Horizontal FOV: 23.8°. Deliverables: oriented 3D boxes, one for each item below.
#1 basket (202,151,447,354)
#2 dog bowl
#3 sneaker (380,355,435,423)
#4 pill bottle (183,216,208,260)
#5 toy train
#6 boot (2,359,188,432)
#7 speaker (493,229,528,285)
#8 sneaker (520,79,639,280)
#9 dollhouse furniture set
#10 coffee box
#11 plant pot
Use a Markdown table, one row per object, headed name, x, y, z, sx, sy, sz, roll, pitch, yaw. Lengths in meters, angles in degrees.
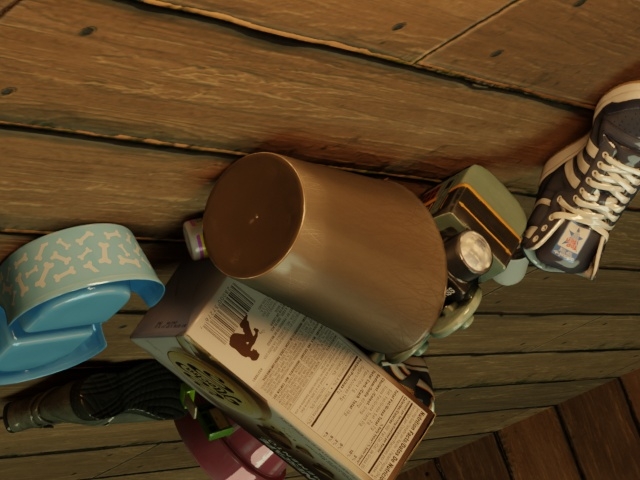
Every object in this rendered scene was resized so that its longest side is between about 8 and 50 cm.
| name | x | y | z | sx | sy | sz | roll | pitch | yaw |
| --- | --- | --- | --- | --- | --- | --- | --- | --- | --- |
| basket | 0.000 | 0.000 | 1.541 | 0.154 | 0.204 | 0.227 | -34 | 148 | 24 |
| dog bowl | -0.284 | 0.069 | 1.605 | 0.166 | 0.074 | 0.297 | -7 | 159 | -37 |
| sneaker | 0.104 | 0.263 | 2.573 | 0.126 | 0.127 | 0.321 | -27 | 161 | 29 |
| pill bottle | -0.100 | -0.009 | 1.606 | 0.083 | 0.043 | 0.043 | -15 | 163 | -12 |
| toy train | 0.095 | 0.042 | 1.768 | 0.334 | 0.142 | 0.190 | -33 | -164 | 48 |
| boot | -0.308 | 0.220 | 2.097 | 0.161 | 0.083 | 0.246 | -15 | 168 | 33 |
| speaker | 0.260 | 0.020 | 2.079 | 0.055 | 0.055 | 0.136 | -18 | 163 | -3 |
| sneaker | 0.310 | -0.056 | 1.683 | 0.099 | 0.153 | 0.282 | 25 | 153 | -7 |
| dollhouse furniture set | -0.148 | 0.203 | 2.100 | 0.076 | 0.058 | 0.151 | -14 | 135 | -26 |
| coffee box | -0.042 | 0.150 | 1.685 | 0.119 | 0.297 | 0.168 | -56 | -159 | -20 |
| plant pot | -0.088 | 0.256 | 2.249 | 0.180 | 0.201 | 0.201 | -39 | 159 | 13 |
